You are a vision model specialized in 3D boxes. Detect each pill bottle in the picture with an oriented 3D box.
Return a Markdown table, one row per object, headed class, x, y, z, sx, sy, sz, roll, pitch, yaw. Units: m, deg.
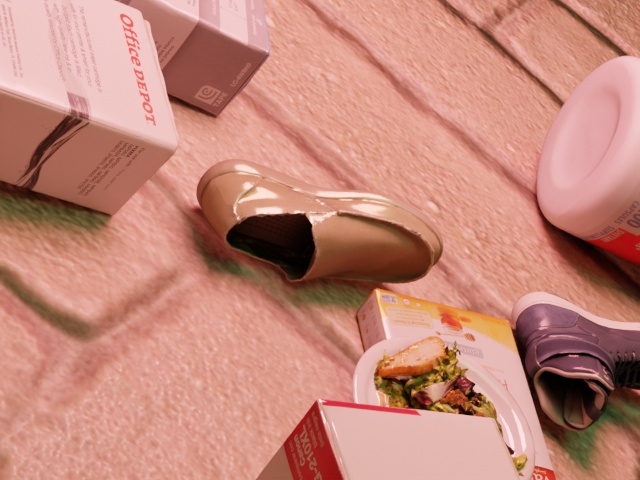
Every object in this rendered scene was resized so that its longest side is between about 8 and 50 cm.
| class | x | y | z | sx | sy | sz | roll | pitch | yaw |
| --- | --- | --- | --- | --- | --- | --- | --- | --- | --- |
| pill bottle | 0.492 | -0.048 | 2.072 | 0.408 | 0.229 | 0.229 | 23 | 38 | -19 |

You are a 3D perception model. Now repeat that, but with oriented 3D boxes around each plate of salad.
| class | x | y | z | sx | sy | sz | roll | pitch | yaw |
| --- | --- | --- | --- | --- | --- | --- | --- | --- | --- |
| plate of salad | 0.123 | 0.165 | 1.590 | 0.200 | 0.048 | 0.200 | 20 | 40 | -18 |

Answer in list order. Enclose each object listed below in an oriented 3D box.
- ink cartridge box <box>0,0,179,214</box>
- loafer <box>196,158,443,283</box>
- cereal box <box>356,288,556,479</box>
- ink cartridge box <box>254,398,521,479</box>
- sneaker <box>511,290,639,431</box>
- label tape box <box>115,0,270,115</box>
| class | x | y | z | sx | sy | sz | roll | pitch | yaw |
| --- | --- | --- | --- | --- | --- | --- | --- | --- | --- |
| ink cartridge box | -0.287 | -0.160 | 1.580 | 0.273 | 0.114 | 0.197 | 18 | 41 | -38 |
| loafer | 0.000 | 0.000 | 1.709 | 0.269 | 0.102 | 0.092 | 14 | 42 | -16 |
| cereal box | 0.138 | 0.166 | 1.679 | 0.173 | 0.047 | 0.240 | 14 | 42 | -28 |
| ink cartridge box | 0.023 | 0.238 | 1.296 | 0.172 | 0.237 | 0.100 | 10 | 42 | -33 |
| sneaker | 0.319 | 0.151 | 1.810 | 0.226 | 0.086 | 0.163 | 17 | 29 | -13 |
| label tape box | -0.232 | -0.312 | 1.812 | 0.348 | 0.115 | 0.249 | 25 | 37 | -29 |
